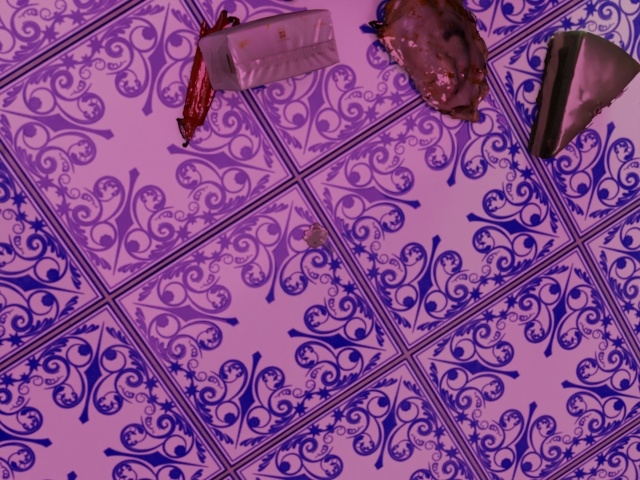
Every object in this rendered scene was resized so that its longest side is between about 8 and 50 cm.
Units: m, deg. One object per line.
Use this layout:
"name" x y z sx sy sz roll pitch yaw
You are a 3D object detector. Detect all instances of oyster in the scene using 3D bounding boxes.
"oyster" 0.281 -0.417 1.690 0.361 0.221 0.096 47 51 -20

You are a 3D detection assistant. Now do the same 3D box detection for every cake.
"cake" 0.538 -0.338 1.757 0.172 0.158 0.283 42 94 -12

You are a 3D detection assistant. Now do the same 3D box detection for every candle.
"candle" -0.243 -0.341 1.668 0.084 0.059 0.302 15 97 -16

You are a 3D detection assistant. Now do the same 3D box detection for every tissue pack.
"tissue pack" -0.106 -0.386 1.589 0.225 0.185 0.124 -21 111 -22

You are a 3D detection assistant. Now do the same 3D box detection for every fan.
"fan" 0.000 0.000 1.793 0.056 0.004 0.083 -44 104 0
